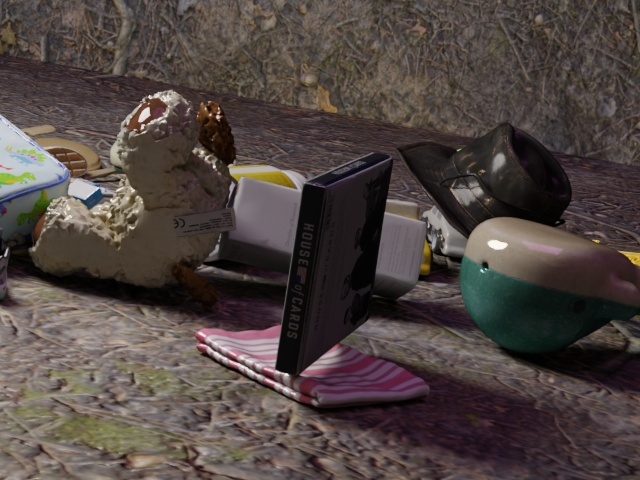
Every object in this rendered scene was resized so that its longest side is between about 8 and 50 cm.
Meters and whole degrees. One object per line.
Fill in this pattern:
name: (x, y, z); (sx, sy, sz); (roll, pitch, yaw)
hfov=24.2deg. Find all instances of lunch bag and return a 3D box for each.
lunch bag: (-0.405, -0.073, 1.740); (0.176, 0.090, 0.219); (-23, 47, -40)

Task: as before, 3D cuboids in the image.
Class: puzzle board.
puzzle board: (-0.379, -0.082, 2.220); (0.128, 0.011, 0.096); (3, 13, -33)

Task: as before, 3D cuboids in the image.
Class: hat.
hat: (0.266, -0.086, 2.148); (0.331, 0.134, 0.331); (29, 21, -12)

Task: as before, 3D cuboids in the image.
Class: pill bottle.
pill bottle: (-0.098, -0.039, 1.945); (0.119, 0.119, 0.208); (15, 12, 30)

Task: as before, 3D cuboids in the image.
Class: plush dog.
plush dog: (-0.170, -0.036, 1.710); (0.210, 0.262, 0.225); (42, 21, -5)

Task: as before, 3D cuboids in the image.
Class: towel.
towel: (-0.010, 0.117, 1.445); (0.144, 0.029, 0.197); (-2, 15, -42)

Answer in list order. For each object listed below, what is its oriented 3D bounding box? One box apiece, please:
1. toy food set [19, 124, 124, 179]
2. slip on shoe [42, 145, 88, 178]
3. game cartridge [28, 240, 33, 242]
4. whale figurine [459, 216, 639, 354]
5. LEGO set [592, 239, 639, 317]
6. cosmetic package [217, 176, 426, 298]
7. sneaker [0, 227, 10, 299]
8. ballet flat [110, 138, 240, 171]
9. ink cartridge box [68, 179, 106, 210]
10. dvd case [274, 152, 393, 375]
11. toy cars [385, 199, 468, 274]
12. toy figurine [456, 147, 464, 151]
toy food set: (-0.407, -0.126, 2.384); (0.192, 0.038, 0.132); (27, 23, 26)
slip on shoe: (-0.424, -0.117, 2.274); (0.135, 0.051, 0.041); (-5, 5, -24)
game cartridge: (-0.495, -0.056, 1.903); (0.323, 0.053, 0.285); (4, 12, -17)
whale figurine: (0.279, 0.063, 1.706); (0.272, 0.141, 0.216); (10, 10, -38)
LEGO set: (0.399, 0.091, 1.847); (0.132, 0.107, 0.287); (-34, 35, -21)
cosmetic package: (0.000, 0.000, 1.781); (0.231, 0.085, 0.117); (12, -14, -8)
sneaker: (-0.343, 0.018, 1.567); (0.038, 0.069, 0.098); (5, 11, -22)
ballet flat: (-0.206, -0.126, 2.360); (0.248, 0.086, 0.086); (12, 10, -11)
ink cartridge box: (-0.294, -0.033, 1.918); (0.048, 0.083, 0.028); (18, 50, 39)
dvd case: (0.017, 0.016, 1.444); (0.029, 0.179, 0.238); (12, 13, 16)
toy cars: (0.154, -0.020, 2.142); (0.176, 0.087, 0.393); (16, 12, 30)
toy figurine: (0.289, -0.077, 2.551); (0.173, 0.130, 0.159); (35, 8, 14)
